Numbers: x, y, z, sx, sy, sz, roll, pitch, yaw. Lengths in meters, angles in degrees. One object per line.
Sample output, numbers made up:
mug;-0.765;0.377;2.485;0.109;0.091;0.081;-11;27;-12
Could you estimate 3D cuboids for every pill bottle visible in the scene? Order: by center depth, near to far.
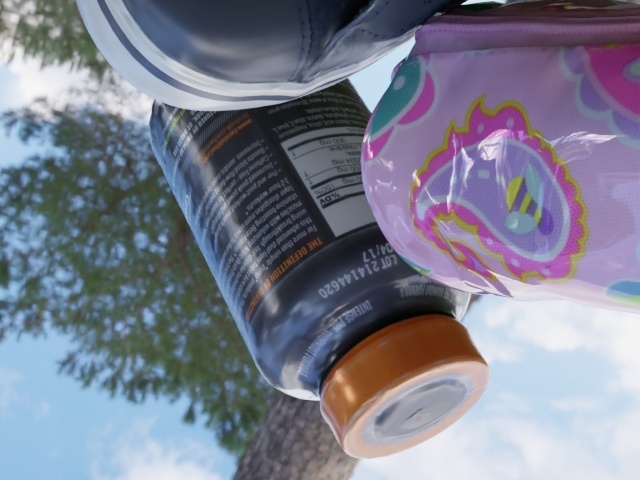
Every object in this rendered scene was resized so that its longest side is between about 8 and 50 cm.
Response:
pill bottle;0.000;0.000;0.598;0.130;0.130;0.246;2;-134;-38

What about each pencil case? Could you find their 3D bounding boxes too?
pencil case;0.140;-0.032;0.309;0.124;0.124;0.284;3;180;-37

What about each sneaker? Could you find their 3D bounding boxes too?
sneaker;0.057;-0.160;0.393;0.321;0.127;0.126;-35;-83;-28
